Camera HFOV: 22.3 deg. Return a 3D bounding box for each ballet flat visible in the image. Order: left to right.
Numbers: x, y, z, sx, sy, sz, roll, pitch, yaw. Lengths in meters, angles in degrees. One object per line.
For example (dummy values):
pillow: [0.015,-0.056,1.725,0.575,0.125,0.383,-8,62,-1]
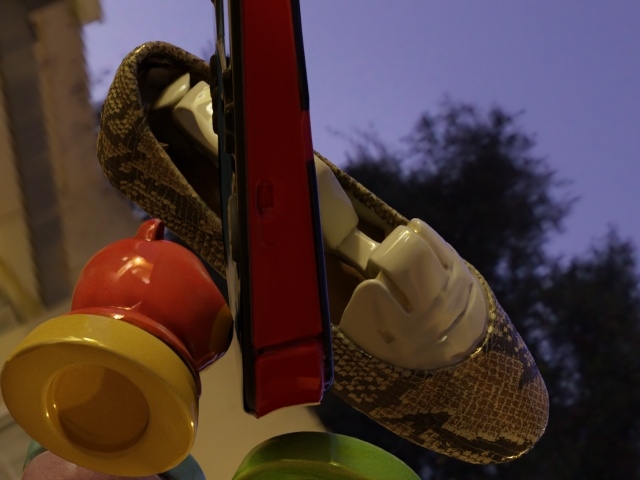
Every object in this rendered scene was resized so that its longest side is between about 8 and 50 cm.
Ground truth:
ballet flat: [0.000,0.000,1.361,0.483,0.164,0.182,39,-28,13]

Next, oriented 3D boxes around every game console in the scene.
game console: [-0.047,-0.103,1.032,0.386,0.060,0.342,-108,-169,-70]

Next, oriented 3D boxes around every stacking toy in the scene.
stacking toy: [-0.066,0.145,1.063,0.279,0.130,0.309,20,-43,-1]
